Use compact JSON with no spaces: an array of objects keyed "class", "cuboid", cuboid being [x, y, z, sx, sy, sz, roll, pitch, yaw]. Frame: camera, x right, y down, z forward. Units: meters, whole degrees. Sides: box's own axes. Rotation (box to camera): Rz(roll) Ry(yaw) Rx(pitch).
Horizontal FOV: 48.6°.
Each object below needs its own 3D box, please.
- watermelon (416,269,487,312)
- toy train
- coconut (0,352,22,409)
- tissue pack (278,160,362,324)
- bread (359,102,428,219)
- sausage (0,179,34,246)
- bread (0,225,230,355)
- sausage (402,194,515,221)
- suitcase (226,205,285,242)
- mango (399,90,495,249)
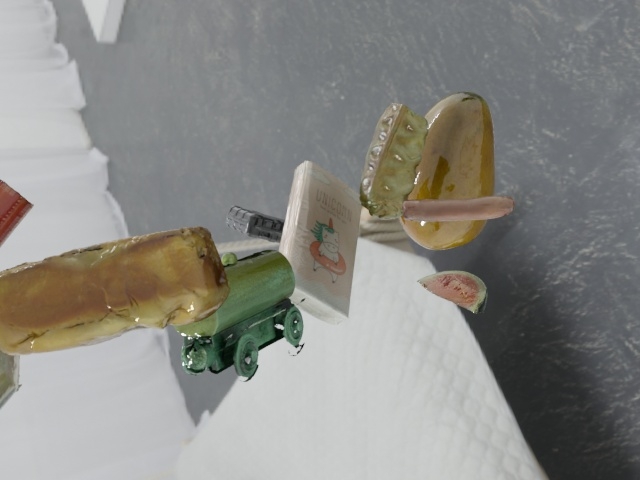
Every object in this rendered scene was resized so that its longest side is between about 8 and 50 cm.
[{"class":"watermelon","cuboid":[0.364,0.132,1.896,0.245,0.119,0.063,33,132,54]},{"class":"toy train","cuboid":[-0.119,0.115,1.162,0.126,0.307,0.189,7,102,25]},{"class":"coconut","cuboid":[-0.721,0.239,1.241,0.353,0.353,0.352,16,110,55]},{"class":"tissue pack","cuboid":[0.000,0.000,1.472,0.071,0.170,0.325,-32,37,42]},{"class":"bread","cuboid":[0.140,-0.157,1.424,0.128,0.088,0.231,17,96,48]},{"class":"sausage","cuboid":[-0.569,0.030,1.130,0.074,0.074,0.274,16,69,55]},{"class":"bread","cuboid":[-0.272,0.065,0.931,0.167,0.295,0.132,92,168,-85]},{"class":"sausage","cuboid":[0.231,-0.054,1.195,0.043,0.186,0.043,-2,-90,-80]},{"class":"suitcase","cuboid":[-0.103,-0.025,1.966,0.206,0.286,0.066,22,97,62]},{"class":"mango","cuboid":[0.301,-0.165,1.675,0.264,0.221,0.377,-127,45,-68]}]
